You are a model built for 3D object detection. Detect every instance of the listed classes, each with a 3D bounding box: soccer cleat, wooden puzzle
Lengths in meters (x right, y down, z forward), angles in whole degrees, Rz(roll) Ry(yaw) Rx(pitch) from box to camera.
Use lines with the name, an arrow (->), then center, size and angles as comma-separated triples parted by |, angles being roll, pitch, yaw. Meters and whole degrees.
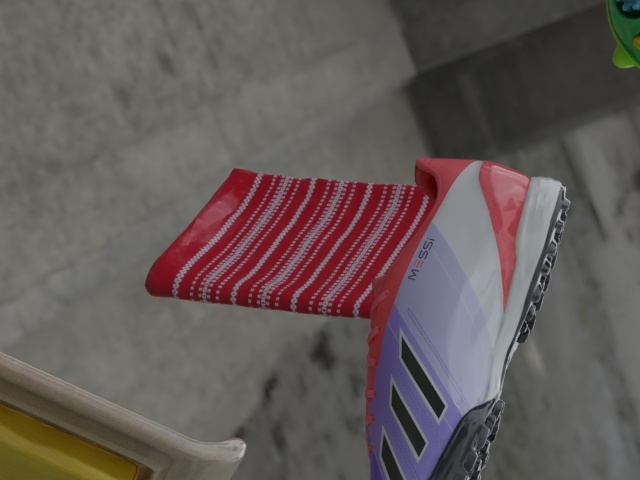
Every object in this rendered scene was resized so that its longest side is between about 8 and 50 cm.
soccer cleat -> 0.074, 0.085, 1.339 | 0.108, 0.116, 0.318 | 88, 22, -64
wooden puzzle -> -0.175, 0.115, 1.010 | 0.221, 0.239, 0.044 | 120, -10, -58

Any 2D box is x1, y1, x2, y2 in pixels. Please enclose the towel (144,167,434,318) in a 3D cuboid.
towel -> 0.000, 0.000, 1.744 | 0.199, 0.275, 0.031 | -52, 138, -46

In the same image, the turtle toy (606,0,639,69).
turtle toy -> 0.176, -0.117, 0.838 | 0.095, 0.130, 0.066 | 50, 15, 3
